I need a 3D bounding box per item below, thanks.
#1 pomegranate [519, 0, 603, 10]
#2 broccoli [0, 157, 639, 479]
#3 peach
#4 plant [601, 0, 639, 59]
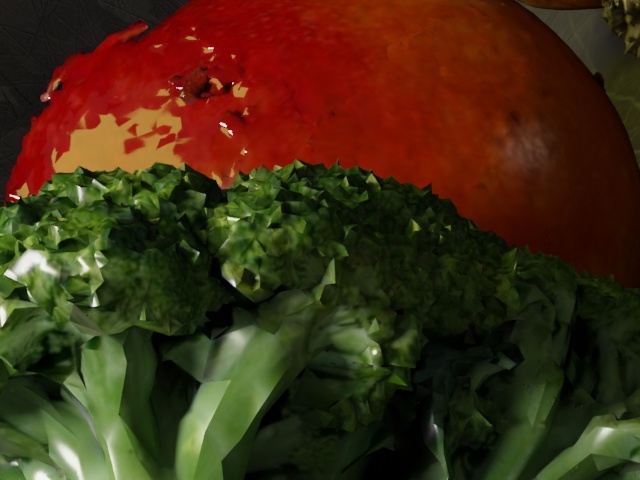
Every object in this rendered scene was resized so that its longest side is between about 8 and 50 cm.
[{"bbox_3d":[0.187,-0.290,1.361,0.248,0.248,0.248,-52,14,19],"label":"pomegranate"},{"bbox_3d":[0.003,0.130,0.746,0.321,0.413,0.310,-22,39,-25],"label":"broccoli"},{"bbox_3d":[0.000,0.000,1.049,0.370,0.370,0.370,-52,14,19],"label":"peach"},{"bbox_3d":[0.251,-0.160,1.226,0.122,0.104,0.116,-29,38,-33],"label":"plant"}]
